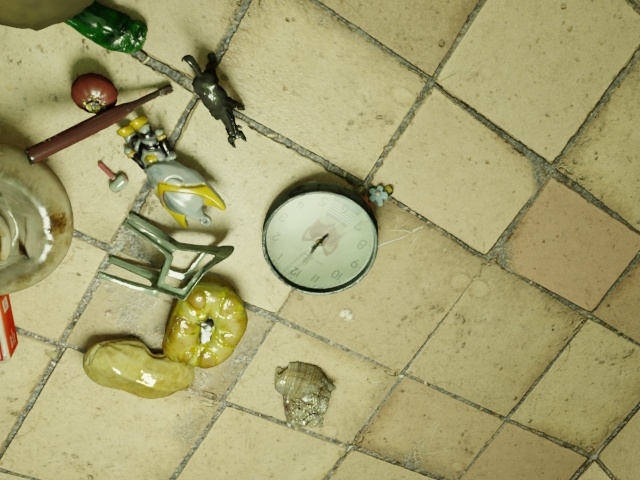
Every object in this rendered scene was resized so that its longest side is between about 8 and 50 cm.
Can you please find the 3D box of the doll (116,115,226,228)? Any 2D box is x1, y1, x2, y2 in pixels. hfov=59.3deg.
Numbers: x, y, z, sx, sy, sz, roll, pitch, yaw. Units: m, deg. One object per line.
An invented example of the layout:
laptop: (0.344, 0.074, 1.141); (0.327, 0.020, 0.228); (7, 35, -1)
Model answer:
doll: (-0.367, -0.160, 1.386); (0.145, 0.103, 0.316); (-31, 112, 6)

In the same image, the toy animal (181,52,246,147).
toy animal: (-0.238, -0.336, 1.311); (0.084, 0.148, 0.233); (-29, 117, -1)

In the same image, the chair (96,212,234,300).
chair: (-0.383, 0.045, 1.420); (0.274, 0.203, 0.191); (26, 94, -17)

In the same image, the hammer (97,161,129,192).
hammer: (-0.518, -0.160, 1.388); (0.052, 0.031, 0.083); (-41, 110, 2)

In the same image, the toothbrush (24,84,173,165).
toothbrush: (-0.490, -0.271, 1.267); (0.364, 0.040, 0.041); (-37, 120, -25)

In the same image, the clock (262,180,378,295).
clock: (0.000, 0.000, 1.527); (0.324, 0.067, 0.325); (0, 115, 0)

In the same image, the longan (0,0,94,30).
longan: (-0.540, -0.606, 0.987); (0.436, 0.404, 0.404); (-41, 116, 7)

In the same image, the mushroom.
mushroom: (-0.742, -0.036, 1.236); (0.362, 0.295, 0.363); (-6, 114, -13)

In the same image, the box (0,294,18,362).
box: (-0.862, 0.219, 1.430); (0.133, 0.099, 0.182); (0, 113, -12)

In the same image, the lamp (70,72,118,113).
lamp: (-0.514, -0.334, 1.277); (0.101, 0.090, 0.101); (-8, 151, -5)

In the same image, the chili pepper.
chili pepper: (-0.494, -0.486, 1.231); (0.224, 0.061, 0.098); (22, 107, -23)

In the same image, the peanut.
peanut: (-0.499, 0.357, 1.561); (0.305, 0.147, 0.147); (25, 105, -22)

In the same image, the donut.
donut: (-0.316, 0.227, 1.552); (0.208, 0.128, 0.262); (24, 106, -23)

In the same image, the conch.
conch: (-0.049, 0.481, 1.748); (0.178, 0.163, 0.245); (-42, 102, -29)

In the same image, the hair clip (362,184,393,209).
hair clip: (0.110, -0.091, 1.559); (0.213, 0.056, 0.062); (-35, 81, 4)
